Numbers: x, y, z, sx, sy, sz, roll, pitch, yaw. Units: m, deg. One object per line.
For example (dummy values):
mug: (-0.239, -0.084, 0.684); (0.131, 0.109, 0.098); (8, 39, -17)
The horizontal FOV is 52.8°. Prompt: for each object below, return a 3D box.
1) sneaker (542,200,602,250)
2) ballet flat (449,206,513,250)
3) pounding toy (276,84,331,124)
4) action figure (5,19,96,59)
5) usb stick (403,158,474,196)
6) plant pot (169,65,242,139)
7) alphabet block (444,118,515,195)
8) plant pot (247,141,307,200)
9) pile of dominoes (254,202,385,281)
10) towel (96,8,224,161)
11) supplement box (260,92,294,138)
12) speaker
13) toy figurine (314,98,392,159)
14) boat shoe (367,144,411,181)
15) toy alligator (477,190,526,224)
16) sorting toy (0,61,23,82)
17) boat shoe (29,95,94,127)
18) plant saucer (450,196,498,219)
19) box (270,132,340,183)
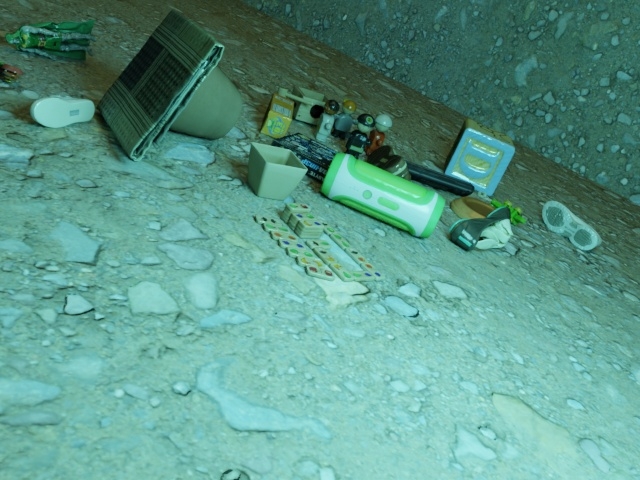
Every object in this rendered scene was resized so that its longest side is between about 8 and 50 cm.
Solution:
sneaker: (0.849, -0.046, 2.175); (0.115, 0.090, 0.232); (7, 37, -47)
ballet flat: (0.457, -0.020, 1.755); (0.280, 0.095, 0.096); (-17, 54, -41)
pounding toy: (-0.060, -0.445, 2.157); (0.205, 0.094, 0.181); (12, 26, -25)
action figure: (-0.736, -0.544, 1.756); (0.232, 0.137, 0.063); (-11, 52, -39)
usb stick: (0.361, -0.201, 2.065); (0.277, 0.045, 0.077); (17, -15, -15)
plant pot: (-0.327, -0.363, 1.611); (0.229, 0.263, 0.263); (28, 15, -43)
alphabet block: (0.565, -0.301, 2.302); (0.192, 0.194, 0.197); (26, 24, 3)
plant pot: (-0.111, -0.155, 1.499); (0.109, 0.096, 0.109); (6, 29, -32)
pile of dominoes: (0.000, 0.000, 1.346); (0.195, 0.040, 0.251); (1, 32, -42)
towel: (-0.360, -0.348, 1.433); (0.056, 0.312, 0.324); (35, 8, -42)
supplement box: (-0.131, -0.383, 1.987); (0.080, 0.078, 0.233); (23, 24, -9)
speaker: (0.156, -0.114, 1.621); (0.296, 0.131, 0.131); (24, 24, 1)
toy figurine: (0.104, -0.370, 2.082); (0.209, 0.148, 0.213); (34, 26, 23)
boat shoe: (0.211, -0.216, 1.962); (0.095, 0.095, 0.257); (53, 7, -21)
toy alligator: (0.584, -0.097, 2.073); (0.189, 0.056, 0.051); (40, -13, 36)
sorting toy: (-0.748, -0.396, 1.512); (0.101, 0.042, 0.061); (23, 5, 30)
boat shoe: (-0.576, -0.290, 1.411); (0.063, 0.066, 0.184); (15, 23, 16)
plant saucer: (0.494, -0.081, 1.967); (0.199, 0.037, 0.200); (20, 24, -9)
box: (-0.013, -0.225, 1.792); (0.220, 0.051, 0.175); (28, 24, 12)
